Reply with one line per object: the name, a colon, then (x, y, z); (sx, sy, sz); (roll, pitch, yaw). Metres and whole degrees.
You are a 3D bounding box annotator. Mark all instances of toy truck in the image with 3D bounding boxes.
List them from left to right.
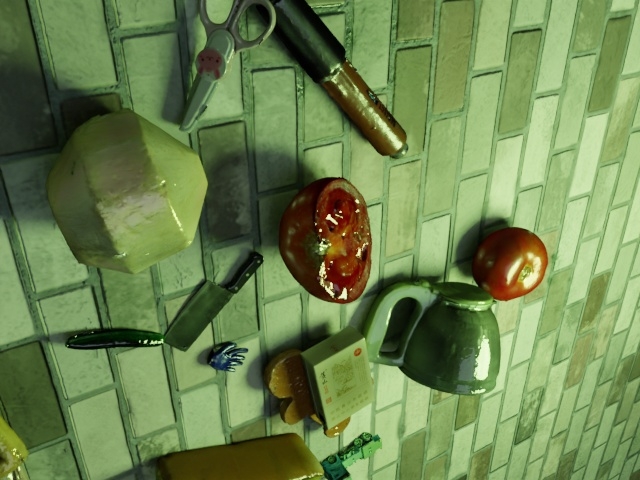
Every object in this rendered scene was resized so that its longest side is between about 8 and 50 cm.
toy truck: (0.093, 0.574, 1.600); (0.175, 0.081, 0.067); (-27, 130, -19)

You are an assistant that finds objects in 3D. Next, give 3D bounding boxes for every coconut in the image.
coconut: (-0.276, -0.072, 0.904); (0.236, 0.197, 0.237); (-12, 119, -23)

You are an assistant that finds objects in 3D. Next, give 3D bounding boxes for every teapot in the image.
teapot: (0.274, 0.207, 1.464); (0.239, 0.321, 0.240); (-24, 124, -71)

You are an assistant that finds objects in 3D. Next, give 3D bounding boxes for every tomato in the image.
tomato: (0.000, 0.000, 1.155); (0.200, 0.139, 0.233); (-11, 99, -55)
tomato: (0.459, 0.055, 1.511); (0.195, 0.136, 0.195); (-14, 122, -24)

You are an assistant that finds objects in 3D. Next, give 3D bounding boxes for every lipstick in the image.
lipstick: (0.040, -0.276, 1.078); (0.077, 0.077, 0.418); (-50, 133, 0)

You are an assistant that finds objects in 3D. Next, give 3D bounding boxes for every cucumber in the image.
cucumber: (-0.361, 0.175, 1.097); (0.184, 0.033, 0.036); (6, 87, -36)

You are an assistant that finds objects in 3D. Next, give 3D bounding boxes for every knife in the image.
knife: (-0.205, 0.110, 1.174); (0.245, 0.019, 0.072); (-49, 130, 2)

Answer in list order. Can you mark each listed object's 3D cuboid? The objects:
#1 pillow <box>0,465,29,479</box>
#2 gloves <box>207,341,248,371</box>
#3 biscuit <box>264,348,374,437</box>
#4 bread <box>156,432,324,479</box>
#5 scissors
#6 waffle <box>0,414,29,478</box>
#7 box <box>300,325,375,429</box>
pillow: (-0.576, 0.410, 1.011); (0.173, 0.067, 0.270); (-25, 101, -25)
gloves: (-0.186, 0.237, 1.253); (0.086, 0.026, 0.064); (21, 101, -40)
biscuit: (-0.010, 0.333, 1.413); (0.324, 0.049, 0.205); (33, 93, -42)
bread: (-0.177, 0.511, 1.344); (0.361, 0.138, 0.077); (3, 116, -35)
scissors: (-0.164, -0.274, 0.948); (0.118, 0.030, 0.242); (31, 111, 0)
waffle: (-0.606, 0.300, 0.922); (0.221, 0.055, 0.248); (-34, 103, -12)
box: (0.042, 0.305, 1.369); (0.141, 0.058, 0.201); (-27, 126, -21)
